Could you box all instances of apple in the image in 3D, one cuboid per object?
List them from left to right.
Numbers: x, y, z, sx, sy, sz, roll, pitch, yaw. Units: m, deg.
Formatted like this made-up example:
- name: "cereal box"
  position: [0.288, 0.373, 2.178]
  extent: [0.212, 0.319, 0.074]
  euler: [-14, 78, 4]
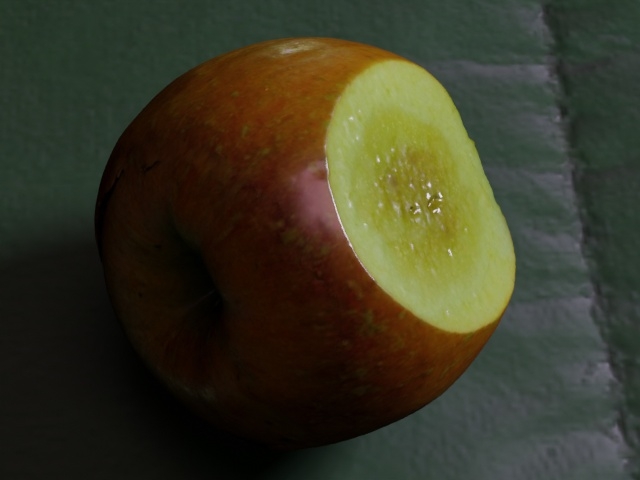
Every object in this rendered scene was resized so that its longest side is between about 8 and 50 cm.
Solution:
- name: "apple"
  position: [-0.002, -0.006, 0.749]
  extent: [0.147, 0.163, 0.146]
  euler: [-23, 101, -34]
